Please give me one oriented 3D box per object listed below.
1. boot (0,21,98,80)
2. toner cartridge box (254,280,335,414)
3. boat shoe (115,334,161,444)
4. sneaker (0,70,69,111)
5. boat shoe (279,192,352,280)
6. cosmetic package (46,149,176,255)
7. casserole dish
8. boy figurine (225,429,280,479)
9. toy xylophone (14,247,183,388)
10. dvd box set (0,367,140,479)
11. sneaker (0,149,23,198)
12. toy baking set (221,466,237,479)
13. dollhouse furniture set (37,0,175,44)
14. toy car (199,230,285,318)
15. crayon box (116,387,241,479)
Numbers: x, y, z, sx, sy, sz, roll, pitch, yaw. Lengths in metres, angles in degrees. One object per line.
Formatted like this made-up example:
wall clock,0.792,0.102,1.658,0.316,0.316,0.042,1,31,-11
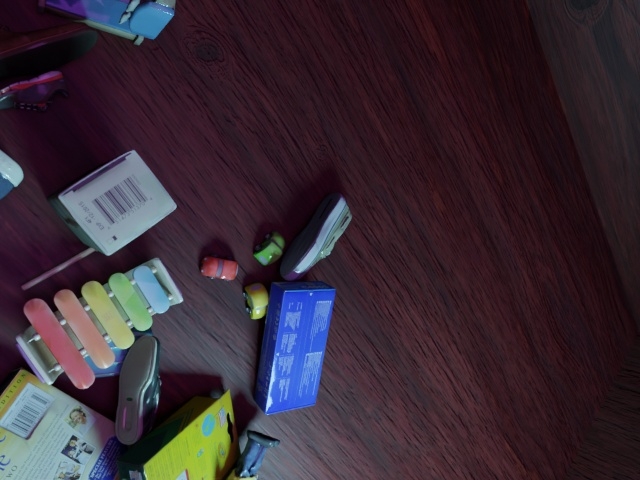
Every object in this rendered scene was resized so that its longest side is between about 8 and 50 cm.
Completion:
boot,-0.581,-0.370,0.854,0.305,0.112,0.115,-30,93,-23
toner cartridge box,-0.071,0.287,1.245,0.165,0.075,0.348,2,103,-36
boat shoe,-0.400,0.328,1.030,0.079,0.084,0.233,22,74,-70
sneaker,-0.573,-0.280,0.902,0.158,0.061,0.065,-35,119,-26
boat shoe,0.000,0.000,1.288,0.094,0.109,0.302,47,66,-30
cosmetic package,-0.414,-0.074,0.883,0.153,0.296,0.129,-43,115,-25
casserole dish,-0.460,0.254,1.035,0.188,0.037,0.114,2,93,-35
boy figurine,-0.201,0.626,1.140,0.177,0.092,0.285,74,34,-62
toy xylophone,-0.473,0.137,0.961,0.322,0.081,0.236,-43,107,-30
dvd box set,-0.527,0.500,0.917,0.420,0.062,0.308,47,40,-28
sneaker,-0.707,-0.180,0.772,0.350,0.131,0.148,46,65,-28
toy baking set,-0.289,0.693,1.170,0.256,0.030,0.197,7,92,-43
dollhouse furniture set,-0.392,-0.553,0.854,0.198,0.303,0.287,6,90,-35
toy car,-0.167,0.067,1.209,0.225,0.053,0.239,-52,119,-20
crayon box,-0.312,0.511,1.071,0.318,0.081,0.202,-26,110,-65
